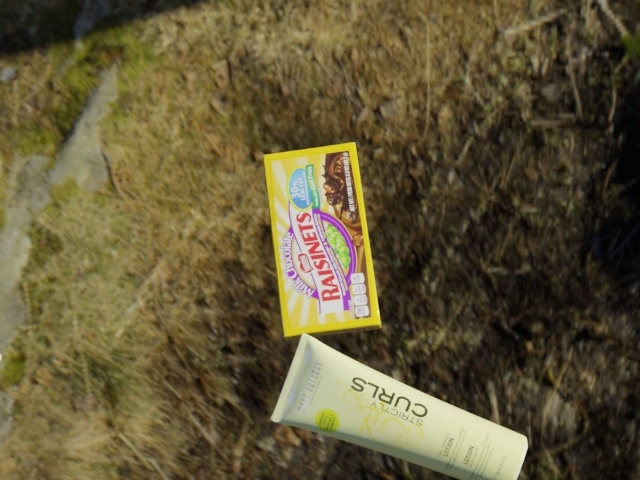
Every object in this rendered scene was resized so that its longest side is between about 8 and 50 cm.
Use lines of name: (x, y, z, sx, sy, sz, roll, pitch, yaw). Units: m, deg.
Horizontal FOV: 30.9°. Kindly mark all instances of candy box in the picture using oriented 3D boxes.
candy box: (0.000, 0.000, 1.247, 0.105, 0.027, 0.206, -9, 75, 3)

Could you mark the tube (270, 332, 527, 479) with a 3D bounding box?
tube: (0.077, 0.176, 1.118, 0.240, 0.062, 0.070, 22, 55, 3)
